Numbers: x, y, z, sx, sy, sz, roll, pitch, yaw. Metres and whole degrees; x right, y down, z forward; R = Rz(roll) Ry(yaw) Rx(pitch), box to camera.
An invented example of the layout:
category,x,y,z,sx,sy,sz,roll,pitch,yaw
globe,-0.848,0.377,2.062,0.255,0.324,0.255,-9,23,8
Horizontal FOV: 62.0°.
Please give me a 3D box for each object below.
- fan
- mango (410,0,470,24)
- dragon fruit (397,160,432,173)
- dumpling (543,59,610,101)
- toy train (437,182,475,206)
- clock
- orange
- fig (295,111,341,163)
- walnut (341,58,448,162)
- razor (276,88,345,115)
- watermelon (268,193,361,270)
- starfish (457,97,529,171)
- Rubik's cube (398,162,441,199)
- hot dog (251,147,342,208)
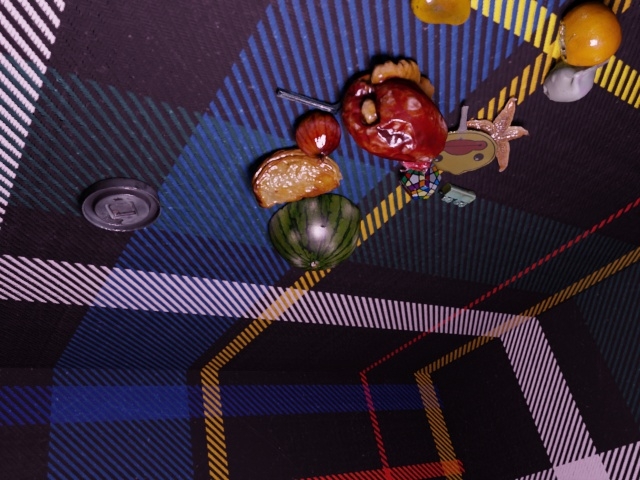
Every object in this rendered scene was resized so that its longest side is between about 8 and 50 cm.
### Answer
category,x,y,z,sx,sy,sz,roll,pitch,yaw
fan,0.419,-0.290,1.605,0.229,0.011,0.335,-1,151,9
mango,0.267,-0.520,1.166,0.160,0.076,0.103,6,139,-36
dragon fruit,0.263,-0.273,1.550,0.102,0.096,0.147,-2,105,-26
dumpling,0.671,-0.441,1.405,0.149,0.104,0.217,-58,179,12
toy train,0.475,-0.159,1.871,0.147,0.038,0.071,12,138,-35
clock,-0.574,-0.103,1.543,0.214,0.042,0.215,-10,149,-6
orange,0.642,-0.491,1.282,0.134,0.155,0.154,-34,145,15
fig,0.002,-0.274,1.409,0.128,0.150,0.129,-19,128,-26
walnut,0.200,-0.326,1.355,0.221,0.244,0.269,12,180,45
razor,-0.023,-0.356,1.358,0.190,0.033,0.066,7,144,-29
watermelon,0.000,0.000,1.811,0.330,0.190,0.331,-13,155,-6
starfish,0.511,-0.309,1.627,0.231,0.048,0.295,-6,147,11
Rubik's cube,0.311,-0.193,1.669,0.111,0.133,0.133,30,138,-5
hot dog,-0.071,-0.186,1.543,0.258,0.114,0.175,-15,145,-1
